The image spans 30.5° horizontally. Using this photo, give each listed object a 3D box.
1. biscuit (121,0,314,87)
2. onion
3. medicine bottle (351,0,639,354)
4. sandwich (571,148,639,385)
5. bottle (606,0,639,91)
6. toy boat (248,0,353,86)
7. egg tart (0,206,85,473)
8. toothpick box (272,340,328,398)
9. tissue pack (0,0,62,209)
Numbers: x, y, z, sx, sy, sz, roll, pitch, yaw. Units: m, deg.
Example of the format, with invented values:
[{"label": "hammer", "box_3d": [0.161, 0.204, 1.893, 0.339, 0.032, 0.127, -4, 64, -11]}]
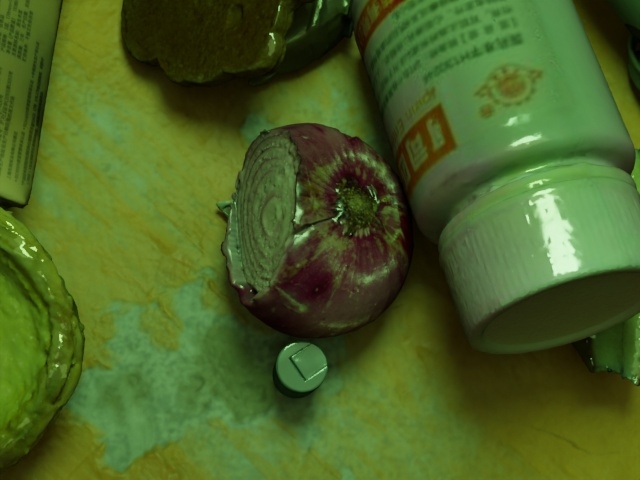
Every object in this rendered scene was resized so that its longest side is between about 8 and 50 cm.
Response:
[{"label": "biscuit", "box_3d": [-0.095, -0.257, 1.194, 0.290, 0.041, 0.209, -2, 80, 39]}, {"label": "onion", "box_3d": [0.007, -0.006, 1.169, 0.200, 0.201, 0.207, -7, 43, -7]}, {"label": "medicine bottle", "box_3d": [0.179, -0.101, 1.143, 0.219, 0.219, 0.388, -13, 67, -8]}, {"label": "sandwich", "box_3d": [0.297, 0.022, 1.228, 0.094, 0.096, 0.258, 11, 76, -9]}, {"label": "bottle", "box_3d": [0.419, -0.254, 1.234, 0.229, 0.229, 0.352, -38, 104, -12]}, {"label": "toy boat", "box_3d": [-0.017, -0.383, 1.270, 0.162, 0.136, 0.446, 8, 78, 8]}, {"label": "egg tart", "box_3d": [-0.363, 0.098, 1.118, 0.294, 0.123, 0.294, 0, 94, -2]}, {"label": "toothpick box", "box_3d": [-0.022, 0.131, 1.179, 0.052, 0.083, 0.052, 1, 78, -5]}, {"label": "tissue pack", "box_3d": [-0.404, -0.189, 1.161, 0.238, 0.238, 0.306, 6, 74, -4]}]
